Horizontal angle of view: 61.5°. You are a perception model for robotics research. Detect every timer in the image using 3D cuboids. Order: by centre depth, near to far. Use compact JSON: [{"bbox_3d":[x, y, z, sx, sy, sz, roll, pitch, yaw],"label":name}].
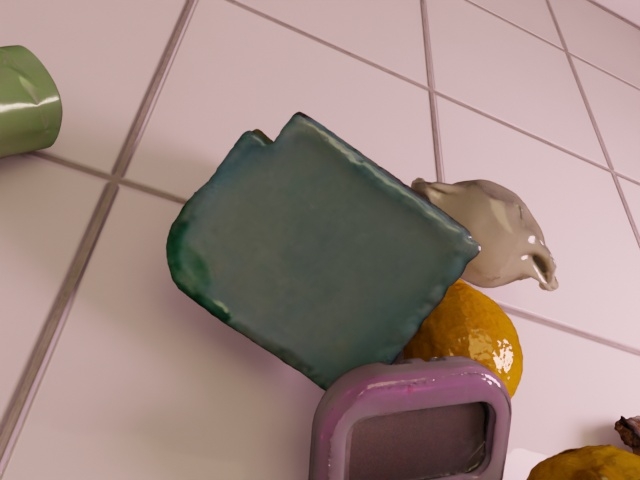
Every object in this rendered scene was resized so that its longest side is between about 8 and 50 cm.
[{"bbox_3d":[0.089,0.211,0.538,0.209,0.190,0.069,0,12,-19],"label":"timer"}]

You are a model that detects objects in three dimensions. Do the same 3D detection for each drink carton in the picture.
[{"bbox_3d":[-0.369,-0.141,0.572,0.144,0.146,0.142,49,40,11],"label":"drink carton"}]

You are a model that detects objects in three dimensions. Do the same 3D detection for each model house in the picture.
[{"bbox_3d":[0.000,0.000,0.654,0.281,0.230,0.249,36,6,-4],"label":"model house"}]

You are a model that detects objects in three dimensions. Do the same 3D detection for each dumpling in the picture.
[{"bbox_3d":[0.246,-0.008,0.816,0.258,0.147,0.193,36,6,15],"label":"dumpling"}]

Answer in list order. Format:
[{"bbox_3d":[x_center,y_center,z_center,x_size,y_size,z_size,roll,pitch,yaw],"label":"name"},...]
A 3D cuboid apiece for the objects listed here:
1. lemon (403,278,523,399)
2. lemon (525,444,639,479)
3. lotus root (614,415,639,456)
[{"bbox_3d":[0.171,0.130,0.664,0.142,0.142,0.187,12,53,-21],"label":"lemon"},{"bbox_3d":[0.298,0.322,0.553,0.192,0.192,0.231,-38,113,-42],"label":"lemon"},{"bbox_3d":[0.537,0.363,0.737,0.329,0.078,0.167,34,14,0],"label":"lotus root"}]
